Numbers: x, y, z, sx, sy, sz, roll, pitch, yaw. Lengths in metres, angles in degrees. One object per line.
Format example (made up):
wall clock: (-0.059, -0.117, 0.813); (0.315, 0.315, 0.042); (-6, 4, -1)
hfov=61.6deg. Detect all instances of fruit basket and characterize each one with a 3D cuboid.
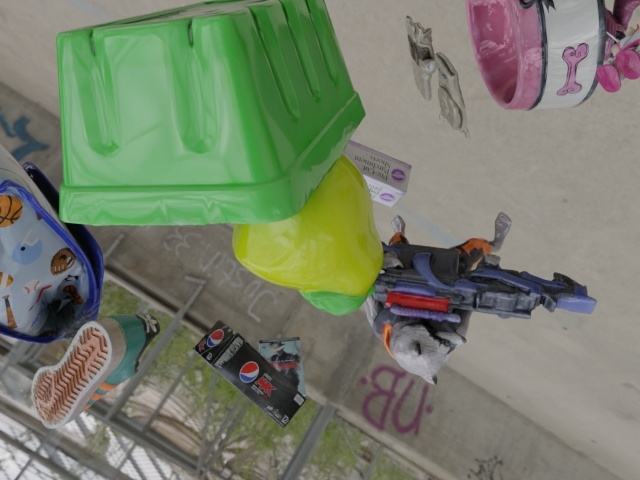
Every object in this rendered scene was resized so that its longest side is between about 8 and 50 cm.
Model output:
fruit basket: (-0.074, -0.081, 0.624); (0.282, 0.392, 0.392); (1, 150, 16)

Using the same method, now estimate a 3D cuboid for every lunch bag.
lunch bag: (-0.549, -0.021, 0.901); (0.327, 0.239, 0.386); (40, 160, 25)

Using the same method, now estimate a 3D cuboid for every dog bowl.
dog bowl: (0.428, -0.462, 1.134); (0.150, 0.408, 0.408); (-16, 147, 5)

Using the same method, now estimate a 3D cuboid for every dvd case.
dvd case: (-0.078, 0.256, 1.079); (0.087, 0.120, 0.013); (-2, 153, -9)

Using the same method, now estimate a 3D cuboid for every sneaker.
sneaker: (-0.376, 0.220, 0.905); (0.302, 0.121, 0.108); (-39, 73, 30)

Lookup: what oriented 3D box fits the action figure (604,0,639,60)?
action figure: (0.650, -0.543, 1.342); (0.370, 0.248, 0.276); (49, 172, 2)

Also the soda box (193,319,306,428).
soda box: (-0.093, 0.183, 0.730); (0.060, 0.053, 0.169); (19, 152, 52)

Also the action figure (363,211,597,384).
action figure: (0.201, 0.078, 0.786); (0.341, 0.330, 0.179); (12, 126, 20)

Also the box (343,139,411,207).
box: (0.000, -0.153, 0.938); (0.323, 0.067, 0.063); (22, 152, -9)

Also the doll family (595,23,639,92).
doll family: (0.422, -0.225, 0.536); (0.118, 0.163, 0.263); (47, 159, -1)

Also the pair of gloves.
pair of gloves: (0.243, -0.341, 1.115); (0.204, 0.042, 0.240); (61, -175, -53)
